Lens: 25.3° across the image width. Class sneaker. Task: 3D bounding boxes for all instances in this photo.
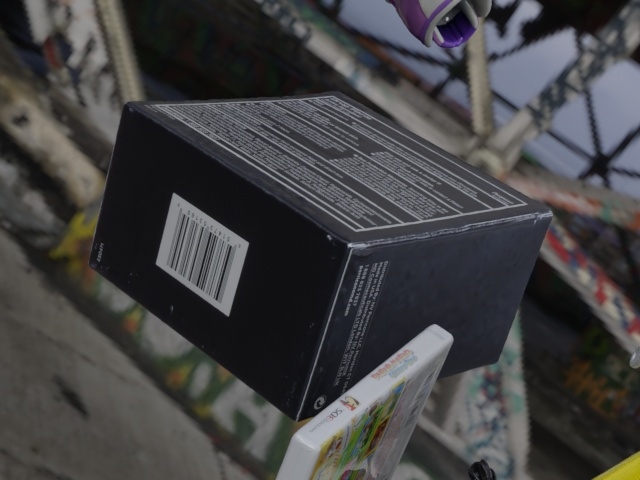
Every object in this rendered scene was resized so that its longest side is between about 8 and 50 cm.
[{"bbox_3d":[0.056,-0.225,1.160,0.161,0.102,0.282,60,-4,-13],"label":"sneaker"}]

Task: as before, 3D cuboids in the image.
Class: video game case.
[{"bbox_3d":[0.011,0.192,1.117,0.026,0.227,0.206,33,35,19],"label":"video game case"}]

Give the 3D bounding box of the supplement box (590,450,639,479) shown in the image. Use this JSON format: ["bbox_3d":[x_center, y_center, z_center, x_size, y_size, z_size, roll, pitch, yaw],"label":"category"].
[{"bbox_3d":[0.298,0.266,1.106,0.194,0.356,0.195,58,-11,25],"label":"supplement box"}]

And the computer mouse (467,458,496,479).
[{"bbox_3d":[0.107,0.297,1.367,0.042,0.193,0.106,0,59,-61],"label":"computer mouse"}]

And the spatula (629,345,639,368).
[{"bbox_3d":[0.266,0.009,0.965,0.019,0.168,0.242,24,-16,-1],"label":"spatula"}]

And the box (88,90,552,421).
[{"bbox_3d":[0.000,0.000,1.325,0.296,0.182,0.294,33,28,35],"label":"box"}]
